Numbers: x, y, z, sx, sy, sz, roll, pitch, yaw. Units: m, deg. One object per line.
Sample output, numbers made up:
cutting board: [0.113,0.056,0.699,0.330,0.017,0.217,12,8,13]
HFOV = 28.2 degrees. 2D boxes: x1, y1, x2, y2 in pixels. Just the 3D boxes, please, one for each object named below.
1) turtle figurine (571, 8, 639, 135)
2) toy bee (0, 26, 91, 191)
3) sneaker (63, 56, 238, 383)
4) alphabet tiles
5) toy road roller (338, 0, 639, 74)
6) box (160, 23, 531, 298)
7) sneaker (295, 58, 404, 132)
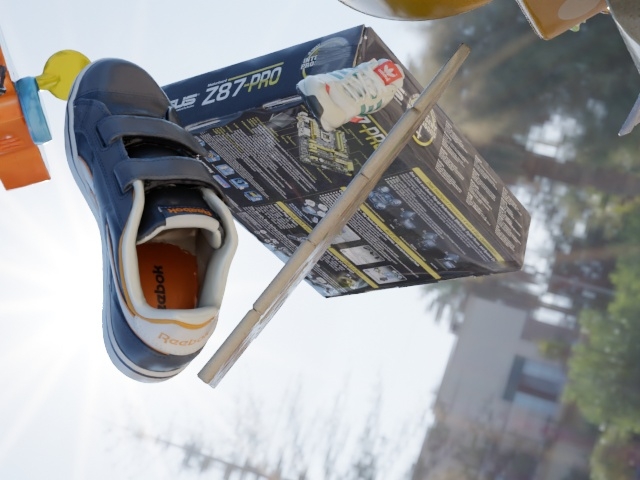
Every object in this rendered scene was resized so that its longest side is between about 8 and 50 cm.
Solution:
turtle figurine: [0.424,-0.274,1.503,0.198,0.266,0.275,23,-141,-58]
toy bee: [-0.325,-0.167,1.292,0.298,0.195,0.162,-40,63,60]
sneaker: [-0.147,-0.042,1.155,0.127,0.126,0.321,-41,58,52]
alphabet tiles: [0.000,0.000,0.694,0.198,0.009,0.237,-52,-1,-8]
toy road roller: [0.094,-0.163,0.589,0.202,0.240,0.329,31,-147,-62]
box: [0.026,-0.075,1.561,0.395,0.318,0.097,42,-128,-39]
sneaker: [0.034,-0.146,1.197,0.075,0.057,0.161,-33,-3,20]
